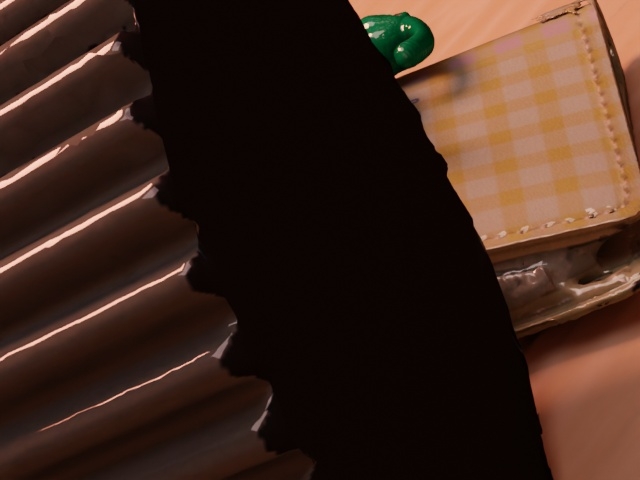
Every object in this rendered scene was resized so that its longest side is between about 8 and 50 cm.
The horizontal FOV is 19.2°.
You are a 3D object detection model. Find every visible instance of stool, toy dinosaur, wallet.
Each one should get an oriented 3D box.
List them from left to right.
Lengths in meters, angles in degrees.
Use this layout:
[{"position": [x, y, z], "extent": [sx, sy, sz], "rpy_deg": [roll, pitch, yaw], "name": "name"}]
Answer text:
[{"position": [-0.124, 0.067, 0.675], "extent": [0.330, 0.297, 0.297], "rpy_deg": [-24, 30, 18], "name": "stool"}, {"position": [0.000, 0.000, 0.885], "extent": [0.309, 0.077, 0.223], "rpy_deg": [-21, 27, 14], "name": "wallet"}, {"position": [0.010, -0.080, 0.885], "extent": [0.096, 0.059, 0.132], "rpy_deg": [-19, 15, -1], "name": "toy dinosaur"}]
